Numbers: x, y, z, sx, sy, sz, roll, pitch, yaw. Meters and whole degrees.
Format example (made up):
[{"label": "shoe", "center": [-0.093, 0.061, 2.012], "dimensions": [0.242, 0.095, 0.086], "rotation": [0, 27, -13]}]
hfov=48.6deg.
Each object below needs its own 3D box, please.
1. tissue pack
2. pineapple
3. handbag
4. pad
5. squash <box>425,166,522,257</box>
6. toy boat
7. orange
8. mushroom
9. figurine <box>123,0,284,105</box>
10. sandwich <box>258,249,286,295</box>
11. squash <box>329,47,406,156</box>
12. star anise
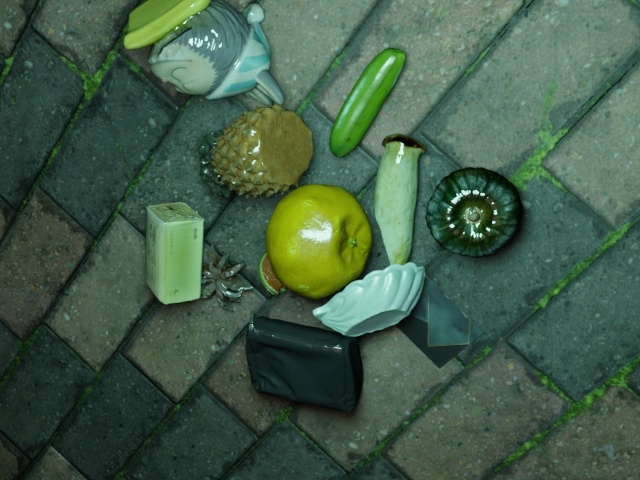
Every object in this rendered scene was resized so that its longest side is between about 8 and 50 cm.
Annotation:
[{"label": "tissue pack", "center": [-0.393, 0.029, 1.901], "dimensions": [0.159, 0.125, 0.234], "rotation": [31, 122, 53]}, {"label": "pineapple", "center": [-0.199, -0.206, 1.749], "dimensions": [0.357, 0.223, 0.222], "rotation": [-5, 106, 46]}, {"label": "handbag", "center": [-0.036, 0.291, 1.859], "dimensions": [0.302, 0.178, 0.275], "rotation": [9, 124, 18]}, {"label": "pad", "center": [0.275, 0.198, 1.812], "dimensions": [0.243, 0.004, 0.163], "rotation": [45, 115, 2]}, {"label": "squash", "center": [0.347, -0.062, 1.611], "dimensions": [0.218, 0.172, 0.218], "rotation": [4, 124, 6]}, {"label": "toy boat", "center": [0.131, 0.155, 1.727], "dimensions": [0.290, 0.199, 0.100], "rotation": [-24, 60, 15]}, {"label": "orange", "center": [0.000, 0.000, 1.700], "dimensions": [0.235, 0.279, 0.279], "rotation": [4, 108, 33]}, {"label": "mushroom", "center": [0.181, -0.093, 1.712], "dimensions": [0.107, 0.087, 0.333], "rotation": [11, 112, 15]}, {"label": "figurine", "center": [-0.247, -0.462, 1.698], "dimensions": [0.266, 0.361, 0.377], "rotation": [-16, 134, 26]}, {"label": "sandwich", "center": [-0.132, 0.082, 1.906], "dimensions": [0.067, 0.029, 0.135], "rotation": [-5, 104, 15]}, {"label": "squash", "center": [0.105, -0.326, 1.666], "dimensions": [0.082, 0.082, 0.292], "rotation": [34, 113, 7]}, {"label": "star anise", "center": [-0.283, 0.105, 1.949], "dimensions": [0.182, 0.065, 0.195], "rotation": [45, 124, 8]}]
